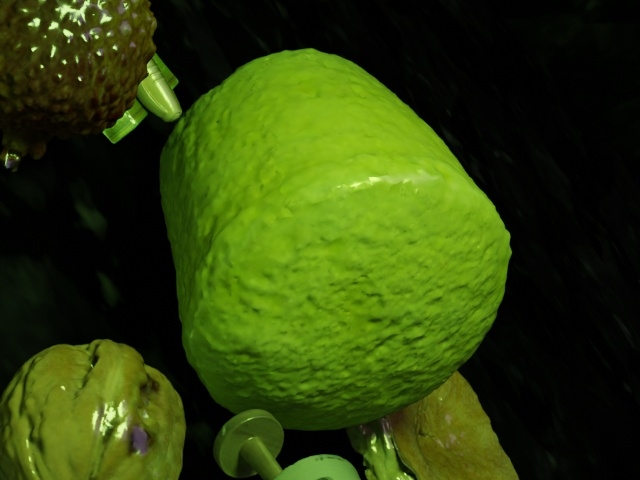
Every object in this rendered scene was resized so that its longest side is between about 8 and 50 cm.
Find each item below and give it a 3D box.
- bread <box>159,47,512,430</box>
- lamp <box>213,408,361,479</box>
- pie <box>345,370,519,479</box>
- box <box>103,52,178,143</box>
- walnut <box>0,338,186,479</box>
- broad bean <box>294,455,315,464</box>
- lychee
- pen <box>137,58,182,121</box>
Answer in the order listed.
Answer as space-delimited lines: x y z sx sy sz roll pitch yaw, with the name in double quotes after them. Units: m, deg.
0.000 0.000 1.771 0.348 0.348 0.308 38 17 -39 "bread"
-0.022 0.239 1.585 0.121 0.121 0.214 36 6 -42 "lamp"
0.131 0.248 2.004 0.339 0.083 0.339 48 21 -26 "pie"
-0.286 -0.262 1.884 0.311 0.043 0.173 52 22 -11 "box"
-0.185 0.158 1.375 0.155 0.155 0.184 45 29 -28 "walnut"
0.002 0.295 1.704 0.144 0.049 0.292 51 23 -8 "broad bean"
-0.260 -0.180 1.630 0.200 0.238 0.200 19 4 -2 "lychee"
-0.224 -0.227 1.870 0.040 0.032 0.233 -32 87 -45 "pen"
